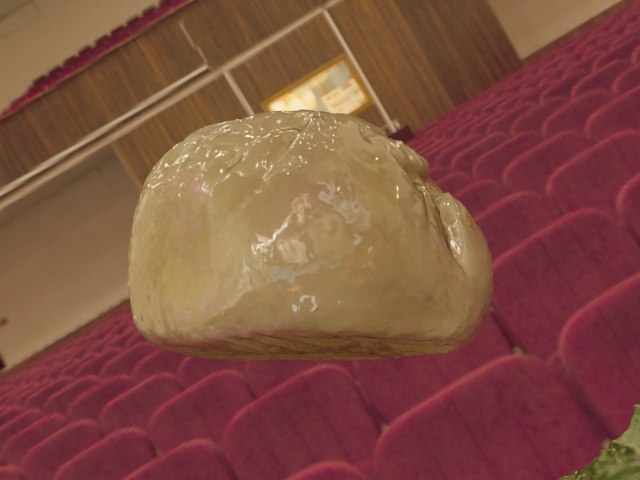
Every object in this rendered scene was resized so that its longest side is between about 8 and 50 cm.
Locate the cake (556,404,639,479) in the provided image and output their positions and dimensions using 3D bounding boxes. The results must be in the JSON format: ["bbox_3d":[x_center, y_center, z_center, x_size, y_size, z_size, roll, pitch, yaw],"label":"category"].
[{"bbox_3d":[0.184,0.141,0.293,0.100,0.235,0.099,-43,-34,-2],"label":"cake"}]

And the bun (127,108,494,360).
[{"bbox_3d":[0.000,0.000,0.449,0.193,0.128,0.178,9,-15,-33],"label":"bun"}]
